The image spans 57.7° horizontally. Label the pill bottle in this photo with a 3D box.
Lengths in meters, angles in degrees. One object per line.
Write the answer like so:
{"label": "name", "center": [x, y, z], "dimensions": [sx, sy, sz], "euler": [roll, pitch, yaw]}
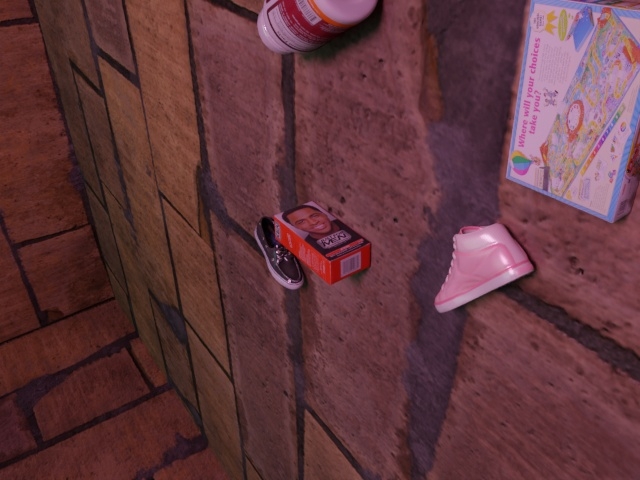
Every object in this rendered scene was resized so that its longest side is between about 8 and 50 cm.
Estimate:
{"label": "pill bottle", "center": [-0.010, -0.258, 0.638], "dimensions": [0.152, 0.086, 0.086], "euler": [-1, 109, 60]}

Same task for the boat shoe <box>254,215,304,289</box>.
{"label": "boat shoe", "center": [-0.072, 0.020, 0.986], "dimensions": [0.142, 0.049, 0.040], "euler": [55, 149, 26]}

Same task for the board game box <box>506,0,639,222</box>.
{"label": "board game box", "center": [0.201, -0.103, 0.446], "dimensions": [0.103, 0.026, 0.154], "euler": [36, 139, 44]}

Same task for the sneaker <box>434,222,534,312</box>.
{"label": "sneaker", "center": [0.154, 0.025, 0.598], "dimensions": [0.070, 0.051, 0.134], "euler": [63, 148, 11]}

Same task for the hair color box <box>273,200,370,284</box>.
{"label": "hair color box", "center": [0.000, 0.000, 0.822], "dimensions": [0.141, 0.072, 0.043], "euler": [37, 140, 43]}
